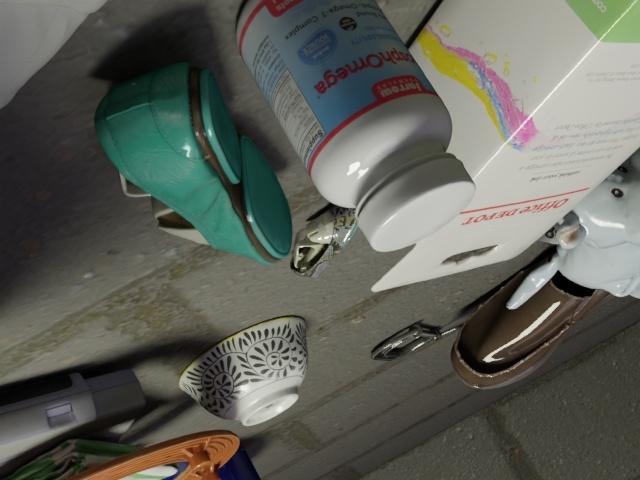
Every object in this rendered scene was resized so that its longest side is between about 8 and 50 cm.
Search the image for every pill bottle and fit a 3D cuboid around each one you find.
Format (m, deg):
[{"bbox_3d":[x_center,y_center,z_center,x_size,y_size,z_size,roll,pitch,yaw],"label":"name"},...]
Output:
[{"bbox_3d":[0.020,-0.077,0.511,0.087,0.160,0.087,-26,159,-11],"label":"pill bottle"}]

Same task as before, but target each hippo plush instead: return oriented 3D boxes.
[{"bbox_3d":[0.353,-0.053,1.015,0.294,0.234,0.236,6,155,31],"label":"hippo plush"}]

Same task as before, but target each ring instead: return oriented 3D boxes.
[{"bbox_3d":[-0.238,0.296,0.950,0.337,0.032,0.336,-25,160,-10],"label":"ring"}]

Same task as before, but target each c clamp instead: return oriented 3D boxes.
[{"bbox_3d":[0.152,0.156,1.409,0.137,0.022,0.161,-33,161,22],"label":"c clamp"}]

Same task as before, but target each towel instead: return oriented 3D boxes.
[{"bbox_3d":[-0.334,0.311,0.954,0.325,0.038,0.248,-31,160,4],"label":"towel"}]

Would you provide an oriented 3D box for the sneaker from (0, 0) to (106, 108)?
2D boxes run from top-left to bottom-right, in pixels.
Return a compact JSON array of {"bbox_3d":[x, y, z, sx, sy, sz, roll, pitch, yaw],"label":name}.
[{"bbox_3d":[-0.165,-0.114,0.265,0.169,0.108,0.292,-40,158,18],"label":"sneaker"}]

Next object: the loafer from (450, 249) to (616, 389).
[{"bbox_3d":[0.345,0.083,1.365,0.366,0.134,0.130,-41,149,1],"label":"loafer"}]

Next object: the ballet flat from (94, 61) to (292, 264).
[{"bbox_3d":[-0.084,-0.043,0.595,0.087,0.083,0.247,-7,161,8],"label":"ballet flat"}]

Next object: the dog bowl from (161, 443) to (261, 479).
[{"bbox_3d":[-0.223,0.439,1.445,0.265,0.104,0.265,-26,158,-11],"label":"dog bowl"}]

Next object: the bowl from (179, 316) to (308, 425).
[{"bbox_3d":[-0.076,0.169,1.059,0.170,0.080,0.170,-26,159,-11],"label":"bowl"}]

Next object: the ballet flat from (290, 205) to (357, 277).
[{"bbox_3d":[0.000,0.000,0.833,0.041,0.041,0.114,-14,153,-35],"label":"ballet flat"}]

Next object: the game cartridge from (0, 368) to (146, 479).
[{"bbox_3d":[-0.364,0.226,0.850,0.355,0.068,0.230,-11,148,-40],"label":"game cartridge"}]

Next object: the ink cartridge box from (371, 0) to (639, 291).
[{"bbox_3d":[0.165,-0.114,0.670,0.207,0.119,0.353,-11,151,-39],"label":"ink cartridge box"}]
